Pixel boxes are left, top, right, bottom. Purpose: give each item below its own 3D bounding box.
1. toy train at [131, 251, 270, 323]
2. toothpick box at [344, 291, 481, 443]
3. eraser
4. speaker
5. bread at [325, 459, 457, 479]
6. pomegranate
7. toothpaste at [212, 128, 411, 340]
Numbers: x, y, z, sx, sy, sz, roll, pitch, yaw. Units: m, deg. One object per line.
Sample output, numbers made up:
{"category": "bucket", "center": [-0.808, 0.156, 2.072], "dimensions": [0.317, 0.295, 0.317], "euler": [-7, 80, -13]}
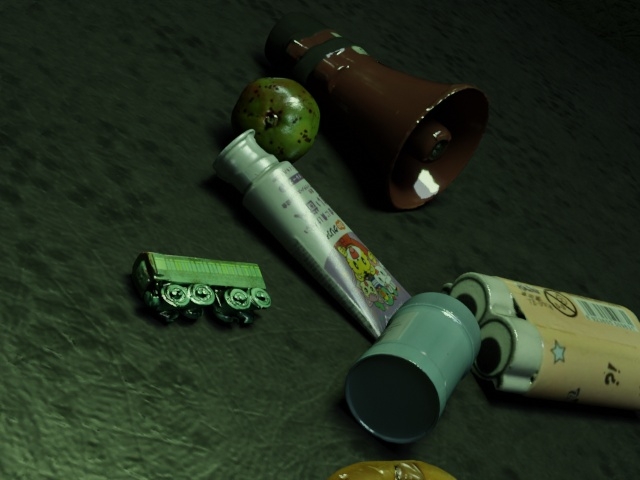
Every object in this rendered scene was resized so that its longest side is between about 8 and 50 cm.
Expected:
{"category": "toy train", "center": [-0.113, 0.048, 0.965], "dimensions": [0.148, 0.038, 0.071], "euler": [8, 41, -40]}
{"category": "toothpick box", "center": [0.098, 0.127, 1.004], "dimensions": [0.101, 0.101, 0.153], "euler": [40, 31, 7]}
{"category": "eraser", "center": [0.302, 0.126, 1.231], "dimensions": [0.291, 0.087, 0.171], "euler": [13, 34, -35]}
{"category": "speaker", "center": [0.096, -0.218, 1.422], "dimensions": [0.259, 0.198, 0.329], "euler": [-13, 46, -37]}
{"category": "bread", "center": [0.064, 0.244, 0.831], "dimensions": [0.189, 0.077, 0.114], "euler": [13, 57, -35]}
{"category": "pomegranate", "center": [-0.055, -0.150, 1.241], "dimensions": [0.115, 0.114, 0.142], "euler": [36, 1, 0]}
{"category": "toothpaste", "center": [0.000, 0.000, 1.127], "dimensions": [0.299, 0.073, 0.114], "euler": [46, 31, 2]}
